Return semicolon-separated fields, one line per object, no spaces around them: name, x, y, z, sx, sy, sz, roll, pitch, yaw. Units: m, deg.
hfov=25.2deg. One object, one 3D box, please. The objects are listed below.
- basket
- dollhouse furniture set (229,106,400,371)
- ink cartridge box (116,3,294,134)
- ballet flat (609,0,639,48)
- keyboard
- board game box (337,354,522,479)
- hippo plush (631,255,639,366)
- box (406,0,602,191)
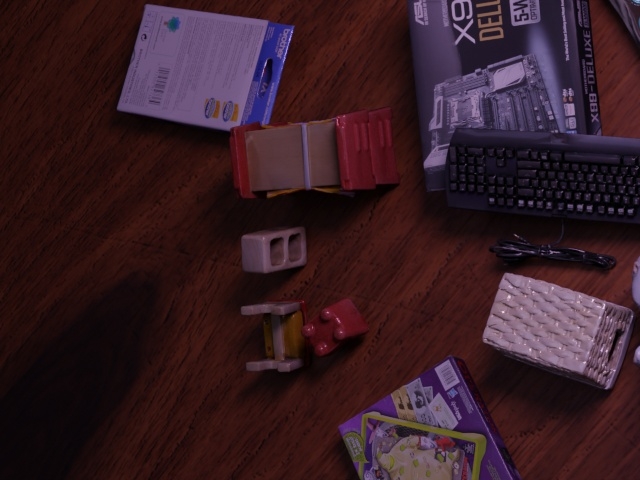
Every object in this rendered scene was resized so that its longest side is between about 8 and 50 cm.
basket;0.308;0.116;1.876;0.167;0.103;0.113;17;87;34
dollhouse furniture set;0.000;0.000;2.096;0.201;0.152;0.374;-2;96;31
ink cartridge box;-0.175;-0.268;2.291;0.311;0.065;0.186;13;86;36
ballet flat;0.436;-0.300;1.916;0.072;0.068;0.213;-21;66;-7
keyboard;0.317;-0.046;1.892;0.317;0.033;0.201;6;118;26
board game box;0.176;0.356;1.941;0.208;0.056;0.347;-33;64;18
hippo plush;0.510;0.076;1.732;0.236;0.234;0.294;-39;60;48
box;0.250;-0.229;1.957;0.242;0.076;0.307;-4;93;29
